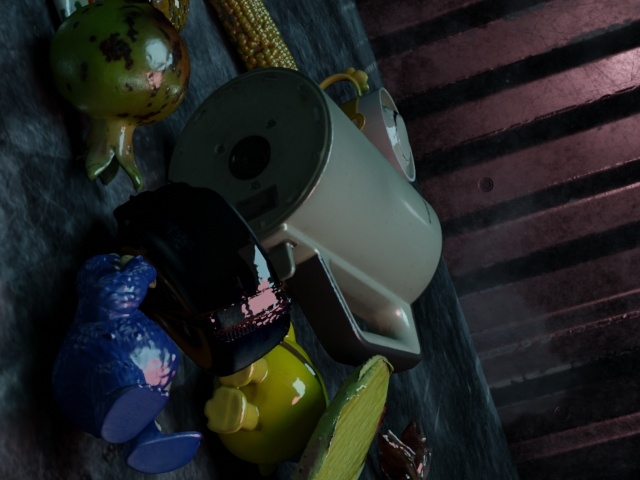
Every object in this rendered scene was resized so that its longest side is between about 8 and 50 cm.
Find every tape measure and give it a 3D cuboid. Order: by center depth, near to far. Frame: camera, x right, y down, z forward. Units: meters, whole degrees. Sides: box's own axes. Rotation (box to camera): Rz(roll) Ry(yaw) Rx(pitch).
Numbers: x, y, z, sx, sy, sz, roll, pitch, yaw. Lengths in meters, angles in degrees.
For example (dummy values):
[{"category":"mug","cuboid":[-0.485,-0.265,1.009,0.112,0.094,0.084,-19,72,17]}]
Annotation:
[{"category":"tape measure","cuboid":[-0.124,0.041,1.197,0.223,0.135,0.202,34,-31,44]}]

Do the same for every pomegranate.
[{"category":"pomegranate","cuboid":[-0.214,-0.163,1.223,0.156,0.156,0.220,25,54,-71]}]

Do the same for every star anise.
[{"category":"star anise","cuboid":[0.163,0.456,2.025,0.288,0.088,0.288,25,62,-60]}]

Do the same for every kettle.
[{"category":"kettle","cuboid":[0.012,0.001,1.518,0.377,0.250,0.361,36,30,-52]}]

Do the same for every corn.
[{"category":"corn","cuboid":[-0.122,-0.366,1.931,0.097,0.097,0.319,-87,154,-54]}]

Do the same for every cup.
[{"category":"cup","cuboid":[0.045,-0.193,2.073,0.185,0.226,0.241,10,62,-73]}]

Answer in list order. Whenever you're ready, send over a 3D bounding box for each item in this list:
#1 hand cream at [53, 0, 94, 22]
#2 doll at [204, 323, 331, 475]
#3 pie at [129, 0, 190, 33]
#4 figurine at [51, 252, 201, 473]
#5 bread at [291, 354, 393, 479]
[{"category":"hand cream","cuboid":[-0.311,-0.368,1.285,0.095,0.059,0.276,-53,129,-70]},{"category":"doll","cuboid":[-0.047,0.200,1.415,0.363,0.145,0.199,41,60,-69]},{"category":"pie","cuboid":[-0.244,-0.404,1.546,0.273,0.069,0.273,-17,90,-74]},{"category":"figurine","cuboid":[-0.198,0.104,1.054,0.262,0.121,0.164,-120,-165,-61]},{"category":"bread","cuboid":[0.015,0.277,1.385,0.301,0.045,0.301,-59,163,-31]}]
